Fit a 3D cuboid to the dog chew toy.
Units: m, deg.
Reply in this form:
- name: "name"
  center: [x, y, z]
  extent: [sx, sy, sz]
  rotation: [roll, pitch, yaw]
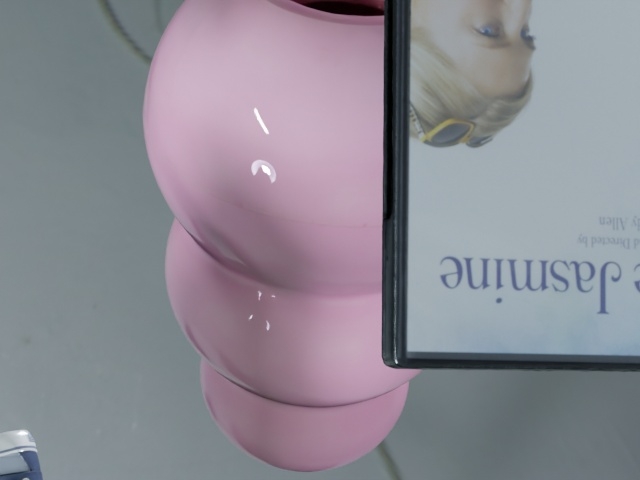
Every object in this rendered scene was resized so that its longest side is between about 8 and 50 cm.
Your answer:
- name: "dog chew toy"
  center: [0.000, 0.000, 0.778]
  extent: [0.207, 0.331, 0.206]
  rotation: [4, 35, -3]

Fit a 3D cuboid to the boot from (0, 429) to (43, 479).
- name: "boot"
  center: [-0.317, 0.223, 1.100]
  extent: [0.190, 0.069, 0.086]
  rotation: [-17, 73, -10]

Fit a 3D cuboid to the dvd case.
- name: "dvd case"
  center: [0.117, -0.064, 0.634]
  extent: [0.180, 0.022, 0.253]
  rotation: [2, 85, -14]
